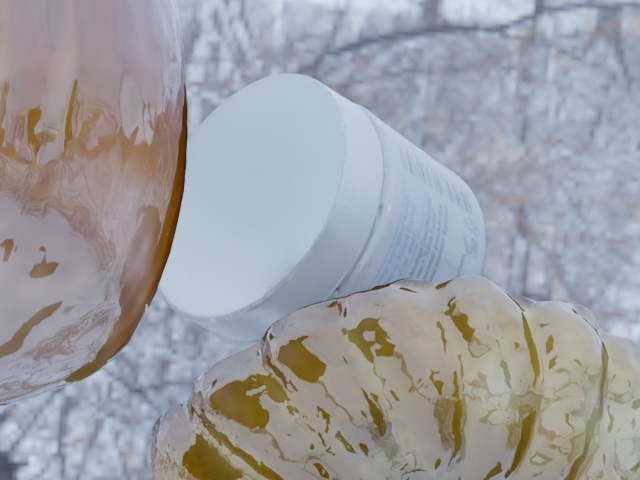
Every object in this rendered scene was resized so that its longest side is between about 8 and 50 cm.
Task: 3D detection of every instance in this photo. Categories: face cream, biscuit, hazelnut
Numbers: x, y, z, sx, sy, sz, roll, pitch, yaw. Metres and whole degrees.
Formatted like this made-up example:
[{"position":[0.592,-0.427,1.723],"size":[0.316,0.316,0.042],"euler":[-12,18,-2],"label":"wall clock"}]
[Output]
[{"position":[0.000,0.000,1.111],"size":[0.177,0.177,0.153],"euler":[12,166,47],"label":"face cream"},{"position":[0.060,0.170,0.970],"size":[0.326,0.325,0.107],"euler":[4,-147,-9],"label":"biscuit"},{"position":[-0.232,-0.073,0.773],"size":[0.372,0.372,0.315],"euler":[4,167,-5],"label":"hazelnut"}]
